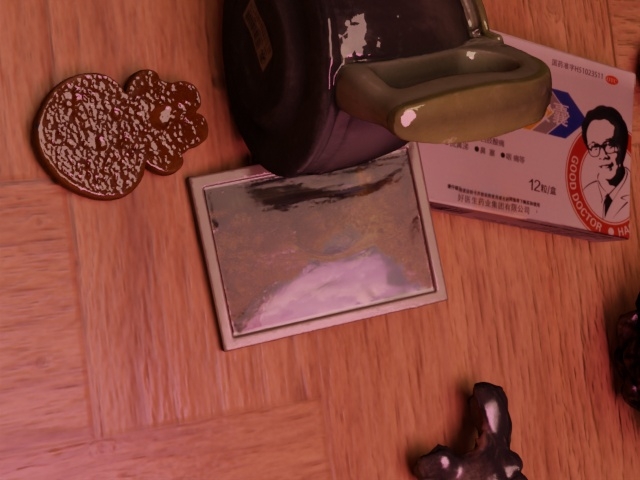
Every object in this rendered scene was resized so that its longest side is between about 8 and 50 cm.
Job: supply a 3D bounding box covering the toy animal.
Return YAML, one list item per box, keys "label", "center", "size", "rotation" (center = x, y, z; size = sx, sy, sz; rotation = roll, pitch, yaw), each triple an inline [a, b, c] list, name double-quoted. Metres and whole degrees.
- label: "toy animal"
  center: [0.197, 0.326, 1.198]
  size: [0.168, 0.106, 0.343]
  rotation: [-21, 74, -18]

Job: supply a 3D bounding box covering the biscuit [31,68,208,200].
- label: "biscuit"
  center: [-0.193, -0.104, 1.096]
  size: [0.175, 0.026, 0.124]
  rotation: [-16, 94, -31]

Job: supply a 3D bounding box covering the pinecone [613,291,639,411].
- label: "pinecone"
  center: [0.486, 0.133, 1.363]
  size: [0.309, 0.244, 0.244]
  rotation: [-27, 99, -42]

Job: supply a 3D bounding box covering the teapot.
- label: "teapot"
  center: [0.062, -0.194, 1.073]
  size: [0.239, 0.321, 0.239]
  rotation: [-9, 90, -25]

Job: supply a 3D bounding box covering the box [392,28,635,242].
- label: "box"
  center: [0.220, -0.127, 1.323]
  size: [0.353, 0.069, 0.214]
  rotation: [10, 80, -31]

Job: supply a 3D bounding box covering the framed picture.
- label: "framed picture"
  center: [0.000, 0.000, 1.167]
  size: [0.250, 0.016, 0.184]
  rotation: [-11, 91, -14]
